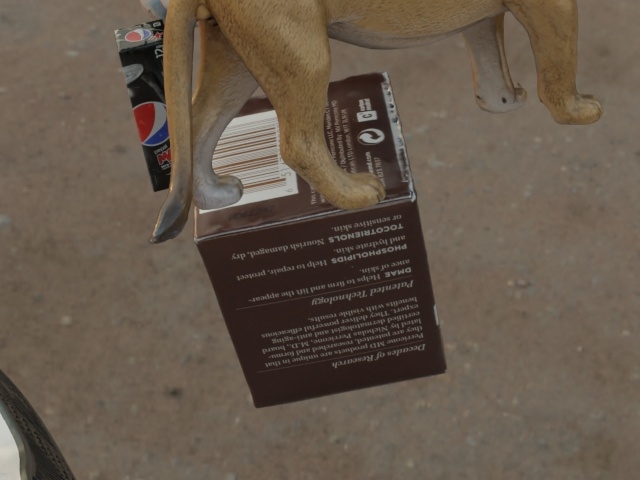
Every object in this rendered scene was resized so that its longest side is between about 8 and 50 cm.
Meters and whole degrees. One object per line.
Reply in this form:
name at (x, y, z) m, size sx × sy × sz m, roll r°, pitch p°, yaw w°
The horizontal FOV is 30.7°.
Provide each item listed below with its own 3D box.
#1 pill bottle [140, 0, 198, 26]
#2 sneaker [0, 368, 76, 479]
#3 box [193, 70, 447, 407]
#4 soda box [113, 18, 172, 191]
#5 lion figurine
pill bottle at (-0.129, -0.259, 1.175) m, size 0.087 × 0.087 × 0.160 m, roll -4°, pitch 8°, yaw -18°
sneaker at (-0.245, 0.198, 0.738) m, size 0.178 × 0.124 × 0.295 m, roll -40°, pitch 38°, yaw -7°
box at (0.000, 0.000, 0.956) m, size 0.167 × 0.203 × 0.168 m, roll -12°, pitch 43°, yaw 4°
soda box at (-0.169, -0.138, 1.211) m, size 0.053 × 0.169 × 0.060 m, roll -14°, pitch 35°, yaw -7°
lion figurine at (0.043, -0.164, 0.720) m, size 0.392 × 0.240 × 0.142 m, roll -24°, pitch 25°, yaw -22°
